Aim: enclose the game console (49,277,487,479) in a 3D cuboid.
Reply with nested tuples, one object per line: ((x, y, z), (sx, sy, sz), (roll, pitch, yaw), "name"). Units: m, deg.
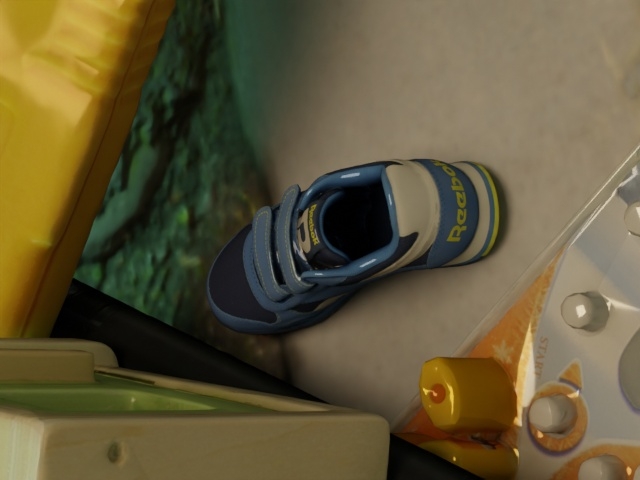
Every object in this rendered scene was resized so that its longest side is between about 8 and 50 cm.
((-0.035, 0.225, 0.696), (0.386, 0.060, 0.342), (22, 108, 43), "game console")

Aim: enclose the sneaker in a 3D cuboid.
((0.000, 0.000, 0.723), (0.144, 0.059, 0.053), (-24, 74, 37), "sneaker")

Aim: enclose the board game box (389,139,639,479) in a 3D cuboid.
((0.221, 0.084, 0.541), (0.390, 0.050, 0.390), (-51, 57, 25), "board game box")

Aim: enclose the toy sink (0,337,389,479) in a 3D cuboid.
((-0.113, 0.104, 0.648), (0.234, 0.153, 0.131), (4, 90, 46), "toy sink")

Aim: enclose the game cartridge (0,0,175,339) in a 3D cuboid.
((-0.229, -0.044, 0.751), (0.285, 0.053, 0.323), (29, 113, 13), "game cartridge")
